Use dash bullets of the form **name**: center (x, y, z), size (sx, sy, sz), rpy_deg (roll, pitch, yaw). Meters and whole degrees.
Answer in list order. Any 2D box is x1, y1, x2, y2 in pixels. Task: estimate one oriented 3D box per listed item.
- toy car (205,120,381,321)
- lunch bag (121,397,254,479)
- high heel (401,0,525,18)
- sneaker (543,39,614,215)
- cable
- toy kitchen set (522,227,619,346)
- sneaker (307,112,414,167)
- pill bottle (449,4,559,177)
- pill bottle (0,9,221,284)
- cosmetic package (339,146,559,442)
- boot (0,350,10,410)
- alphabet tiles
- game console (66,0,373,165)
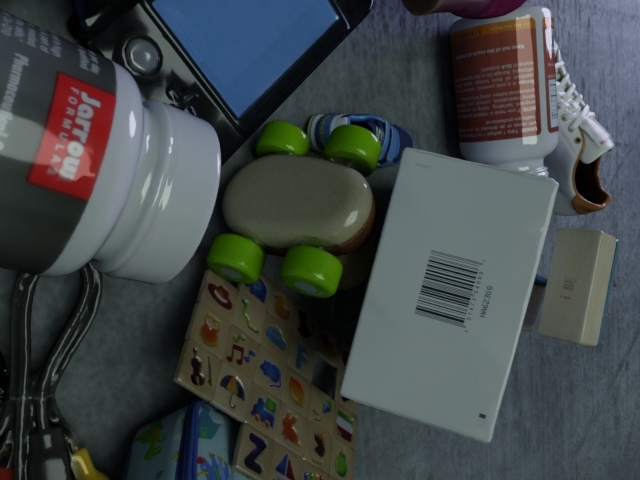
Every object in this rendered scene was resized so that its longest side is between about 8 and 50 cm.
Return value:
- **toy car**: center (0.000, 0.000, 0.615), size (0.188, 0.148, 0.155), rpy_deg (56, 48, -55)
- **lunch bag**: center (-0.077, 0.262, 0.528), size (0.090, 0.176, 0.219), rpy_deg (-28, 117, 10)
- **high heel**: center (0.109, -0.410, 0.628), size (0.181, 0.127, 0.378), rpy_deg (-20, 98, -38)
- **sneaker**: center (0.340, -0.172, 0.838), size (0.105, 0.123, 0.290), rpy_deg (-31, 111, -29)
- **cable**: center (-0.235, 0.148, 0.494), size (0.139, 0.072, 0.288), rpy_deg (-4, 85, -20)
- **toy kitchen set**: center (0.280, 0.055, 0.760), size (0.166, 0.207, 0.122), rpy_deg (15, 87, -38)
- **sneaker**: center (0.056, -0.109, 0.667), size (0.144, 0.059, 0.053), rpy_deg (-1, 93, -38)
- **pill bottle**: center (0.227, -0.166, 0.753), size (0.121, 0.121, 0.216), rpy_deg (-15, 103, -35)
- **pill bottle**: center (-0.219, -0.067, 0.397), size (0.283, 0.161, 0.161), rpy_deg (19, 83, -36)
- **cosmetic package**: center (0.126, 0.047, 0.614), size (0.224, 0.138, 0.224), rpy_deg (16, 89, -76)
- **boot**: center (-0.280, 0.082, 0.421), size (0.099, 0.045, 0.121), rpy_deg (-15, 106, -13)
- **alphabet tiles**: center (-0.037, 0.137, 0.587), size (0.237, 0.009, 0.198), rpy_deg (43, 37, -32)
- **game console**: center (-0.050, -0.238, 0.503), size (0.293, 0.173, 0.250), rpy_deg (-50, 121, -21)
